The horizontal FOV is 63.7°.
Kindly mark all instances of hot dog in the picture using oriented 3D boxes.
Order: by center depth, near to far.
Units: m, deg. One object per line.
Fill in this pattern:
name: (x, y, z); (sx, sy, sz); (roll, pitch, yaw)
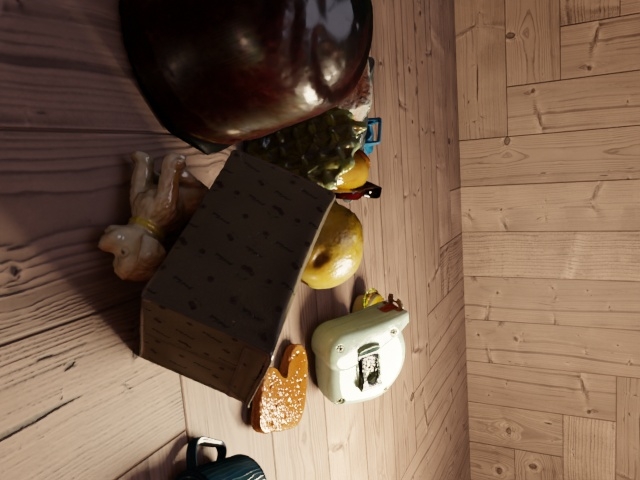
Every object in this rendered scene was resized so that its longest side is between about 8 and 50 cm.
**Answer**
hot dog: (0.019, -0.179, 1.136); (0.326, 0.194, 0.107); (-12, 132, -58)

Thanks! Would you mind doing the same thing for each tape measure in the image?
tape measure: (0.108, 0.286, 1.302); (0.243, 0.125, 0.246); (-15, 109, -25)

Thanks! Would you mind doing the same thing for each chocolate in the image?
chocolate: (-0.078, -0.348, 0.831); (0.383, 0.331, 0.383); (10, 79, -63)

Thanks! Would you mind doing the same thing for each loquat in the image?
loquat: (0.004, 0.003, 1.114); (0.213, 0.213, 0.213); (0, 90, -63)

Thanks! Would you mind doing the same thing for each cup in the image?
cup: (-0.186, 0.424, 0.880); (0.113, 0.150, 0.138); (-55, 150, 7)

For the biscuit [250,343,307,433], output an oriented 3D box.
biscuit: (-0.088, 0.317, 1.123); (0.192, 0.036, 0.186); (25, 65, -60)

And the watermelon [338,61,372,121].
watermelon: (0.005, -0.323, 1.126); (0.262, 0.201, 0.213); (-6, 91, -54)

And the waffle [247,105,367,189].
waffle: (-0.029, -0.191, 0.995); (0.204, 0.223, 0.054); (-56, 158, -9)

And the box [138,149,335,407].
box: (-0.125, 0.058, 0.797); (0.225, 0.190, 0.297); (117, -5, -53)

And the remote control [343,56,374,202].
remote control: (0.095, -0.271, 1.323); (0.377, 0.044, 0.107); (94, 16, -44)

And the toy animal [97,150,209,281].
toy animal: (-0.233, -0.011, 0.779); (0.184, 0.104, 0.185); (57, 37, -60)

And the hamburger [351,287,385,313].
hamburger: (0.148, 0.212, 1.529); (0.126, 0.081, 0.141); (28, 67, -60)

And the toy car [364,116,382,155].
toy car: (0.117, -0.314, 1.450); (0.191, 0.100, 0.097); (44, 48, -60)
